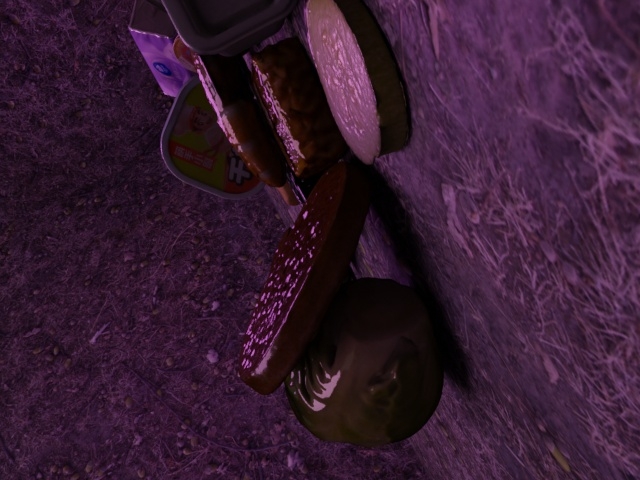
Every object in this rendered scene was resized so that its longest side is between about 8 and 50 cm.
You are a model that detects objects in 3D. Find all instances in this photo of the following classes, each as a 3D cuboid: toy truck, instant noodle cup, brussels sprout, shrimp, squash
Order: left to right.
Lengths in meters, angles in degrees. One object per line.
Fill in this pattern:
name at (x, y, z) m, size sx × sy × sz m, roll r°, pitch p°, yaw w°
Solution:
instant noodle cup at (-0.241, -0.276, 1.428) m, size 0.294 × 0.293 × 0.308 m, roll 65°, pitch 177°, yaw -23°
shrimp at (-0.166, -0.310, 1.124) m, size 0.272 × 0.085 × 0.445 m, roll -85°, pitch -30°, yaw -67°
toy truck at (-0.007, -0.103, 1.264) m, size 0.259 × 0.088 × 0.121 m, roll 61°, pitch 172°, yaw 22°
squash at (0.040, -0.200, 0.695) m, size 0.219 × 0.041 × 0.219 m, roll 157°, pitch 90°, yaw -82°
brussels sprout at (0.079, 0.210, 1.041) m, size 0.355 × 0.281 × 0.290 m, roll 101°, pitch 176°, yaw -50°

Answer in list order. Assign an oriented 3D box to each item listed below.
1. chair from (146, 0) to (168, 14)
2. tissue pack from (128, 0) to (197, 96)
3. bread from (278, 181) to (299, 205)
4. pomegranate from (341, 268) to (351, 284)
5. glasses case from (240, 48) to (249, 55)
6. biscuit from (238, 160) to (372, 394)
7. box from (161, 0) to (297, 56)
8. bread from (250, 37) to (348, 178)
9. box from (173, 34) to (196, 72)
chair at (-0.314, -0.565, 1.405) m, size 0.274 × 0.191 × 0.203 m, roll 33°, pitch -169°, yaw -30°
tissue pack at (-0.406, -0.593, 1.668) m, size 0.338 × 0.160 × 0.242 m, roll 81°, pitch -158°, yaw -73°
bread at (-0.084, -0.184, 1.487) m, size 0.147 × 0.098 × 0.217 m, roll 63°, pitch 175°, yaw -36°
pomegranate at (0.015, 0.114, 1.718) m, size 0.138 × 0.163 × 0.126 m, roll 42°, pitch -162°, yaw -18°
glasses case at (-0.193, -0.468, 1.197) m, size 0.122 × 0.082 × 0.321 m, roll 52°, pitch 173°, yaw -4°
biscuit at (-0.025, 0.055, 0.979) m, size 0.070 × 0.395 × 0.350 m, roll 25°, pitch -170°, yaw -13°
box at (-0.164, -0.424, 0.845) m, size 0.312 × 0.175 × 0.182 m, roll 63°, pitch -178°, yaw -7°
bread at (-0.042, -0.222, 1.008) m, size 0.222 × 0.096 × 0.181 m, roll 64°, pitch 172°, yaw -4°
box at (-0.289, -0.442, 1.357) m, size 0.106 × 0.105 × 0.037 m, roll 70°, pitch -149°, yaw -52°
